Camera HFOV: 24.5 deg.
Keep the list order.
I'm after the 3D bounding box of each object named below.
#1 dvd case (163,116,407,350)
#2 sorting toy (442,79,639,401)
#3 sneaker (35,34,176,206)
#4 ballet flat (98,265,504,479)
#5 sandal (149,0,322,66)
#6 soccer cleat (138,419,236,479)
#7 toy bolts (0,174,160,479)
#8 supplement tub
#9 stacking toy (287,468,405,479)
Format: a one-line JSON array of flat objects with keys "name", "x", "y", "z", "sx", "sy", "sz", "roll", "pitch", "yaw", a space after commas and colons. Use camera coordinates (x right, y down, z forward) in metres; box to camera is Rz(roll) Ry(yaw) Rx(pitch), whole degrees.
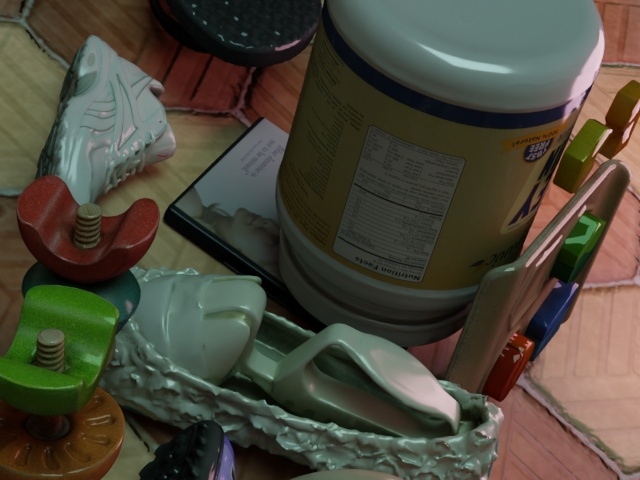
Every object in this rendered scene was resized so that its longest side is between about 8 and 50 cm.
[{"name": "dvd case", "x": 0.000, "y": 0.000, "z": 1.388, "sx": 0.253, "sy": 0.022, "sz": 0.180, "roll": 35, "pitch": 44, "yaw": 5}, {"name": "sorting toy", "x": 0.201, "y": 0.021, "z": 1.268, "sx": 0.041, "sy": 0.307, "sz": 0.229, "roll": 33, "pitch": 43, "yaw": 20}, {"name": "sneaker", "x": -0.186, "y": -0.090, "z": 1.328, "sx": 0.115, "sy": 0.090, "sz": 0.232, "roll": 21, "pitch": 45, "yaw": -14}, {"name": "ballet flat", "x": -0.033, "y": 0.099, "z": 1.203, "sx": 0.408, "sy": 0.147, "sz": 0.147, "roll": 24, "pitch": 44, "yaw": -5}, {"name": "sandal", "x": -0.120, "y": -0.289, "z": 1.548, "sx": 0.167, "sy": 0.107, "sz": 0.446, "roll": 2, "pitch": 38, "yaw": -25}, {"name": "soccer cleat", "x": -0.092, "y": 0.274, "z": 1.048, "sx": 0.116, "sy": 0.108, "sz": 0.318, "roll": 34, "pitch": 38, "yaw": -26}, {"name": "toy bolts", "x": -0.219, "y": 0.072, "z": 1.042, "sx": 0.218, "sy": 0.159, "sz": 0.228, "roll": 17, "pitch": 37, "yaw": 8}, {"name": "supplement tub", "x": 0.087, "y": -0.084, "z": 1.248, "sx": 0.228, "sy": 0.316, "sz": 0.228, "roll": 9, "pitch": 43, "yaw": -8}, {"name": "stacking toy", "x": 0.026, "y": 0.335, "z": 1.030, "sx": 0.141, "sy": 0.141, "sz": 0.330, "roll": 9, "pitch": 53, "yaw": -21}]
